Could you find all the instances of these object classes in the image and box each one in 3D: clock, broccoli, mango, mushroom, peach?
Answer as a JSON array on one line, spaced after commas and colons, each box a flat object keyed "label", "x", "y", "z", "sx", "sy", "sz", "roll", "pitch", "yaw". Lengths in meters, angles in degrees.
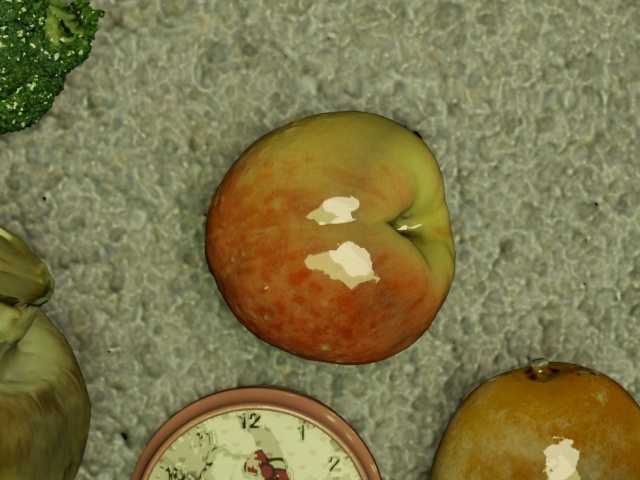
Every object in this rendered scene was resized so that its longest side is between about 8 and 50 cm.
[{"label": "clock", "x": -0.059, "y": 0.255, "z": 1.162, "sx": 0.244, "sy": 0.056, "sz": 0.244, "roll": 0, "pitch": 97, "yaw": 0}, {"label": "broccoli", "x": -0.331, "y": -0.186, "z": 1.031, "sx": 0.269, "sy": 0.261, "sz": 0.242, "roll": -7, "pitch": 71, "yaw": 36}, {"label": "mango", "x": 0.196, "y": 0.288, "z": 1.103, "sx": 0.221, "sy": 0.199, "sz": 0.384, "roll": -1, "pitch": 98, "yaw": -2}, {"label": "mushroom", "x": -0.339, "y": 0.106, "z": 0.993, "sx": 0.352, "sy": 0.352, "sz": 0.260, "roll": 37, "pitch": 101, "yaw": -6}, {"label": "peach", "x": 0.000, "y": 0.000, "z": 1.078, "sx": 0.232, "sy": 0.232, "sz": 0.232, "roll": 0, "pitch": 97, "yaw": -2}]
